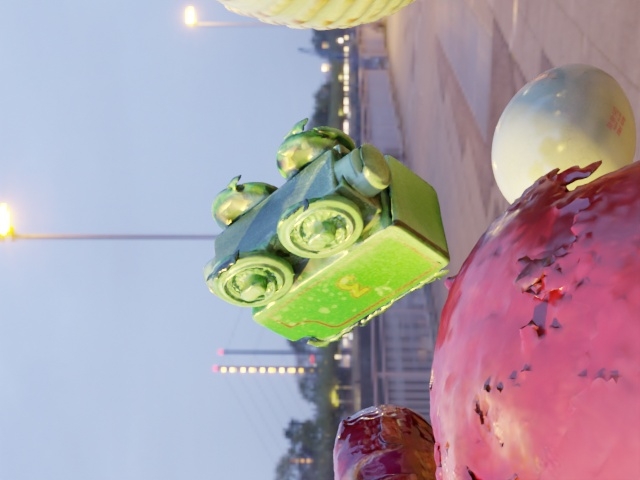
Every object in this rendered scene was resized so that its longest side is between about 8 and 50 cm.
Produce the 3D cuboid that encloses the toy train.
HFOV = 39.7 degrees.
[{"bbox_3d":[0.000,0.000,0.915,0.188,0.243,0.132,34,-144,-34],"label":"toy train"}]

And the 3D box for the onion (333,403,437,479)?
[{"bbox_3d":[0.096,0.263,0.828,0.230,0.164,0.229,-3,-90,-86],"label":"onion"}]

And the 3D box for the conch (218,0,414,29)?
[{"bbox_3d":[-0.005,-0.305,0.679,0.303,0.319,0.215,-63,11,18],"label":"conch"}]

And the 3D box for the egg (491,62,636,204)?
[{"bbox_3d":[0.329,-0.136,1.189,0.182,0.183,0.264,88,-157,-46],"label":"egg"}]

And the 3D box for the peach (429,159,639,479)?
[{"bbox_3d":[0.238,0.093,0.467,0.370,0.370,0.369,0,-90,-88],"label":"peach"}]
